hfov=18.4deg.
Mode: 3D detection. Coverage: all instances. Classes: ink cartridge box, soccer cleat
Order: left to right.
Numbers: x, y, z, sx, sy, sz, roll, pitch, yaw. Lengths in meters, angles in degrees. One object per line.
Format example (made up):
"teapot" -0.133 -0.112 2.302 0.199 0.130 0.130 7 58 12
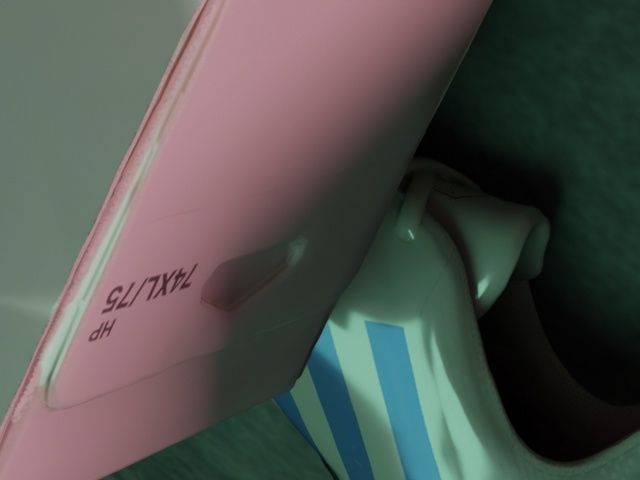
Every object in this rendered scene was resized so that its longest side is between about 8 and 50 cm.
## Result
"ink cartridge box" -0.113 -0.084 0.595 0.270 0.198 0.197 34 111 17
"soccer cleat" 0.000 0.000 0.746 0.331 0.116 0.143 41 119 2
